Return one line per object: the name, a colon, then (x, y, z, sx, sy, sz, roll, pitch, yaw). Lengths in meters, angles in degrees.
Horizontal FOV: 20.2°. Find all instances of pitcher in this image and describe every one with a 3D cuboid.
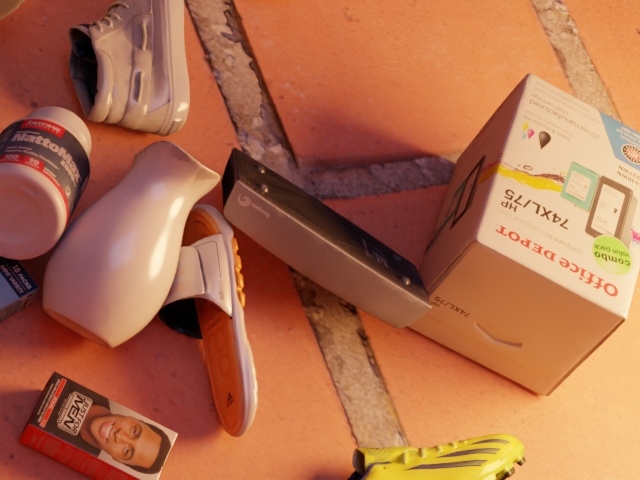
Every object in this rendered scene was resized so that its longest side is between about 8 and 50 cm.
pitcher: (-0.210, 0.003, 1.886, 0.125, 0.177, 0.207, 34, 76, -19)

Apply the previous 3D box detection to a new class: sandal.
sandal: (-0.127, 0.078, 1.893, 0.076, 0.102, 0.265, 2, 61, -29)

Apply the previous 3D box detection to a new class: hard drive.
hard drive: (0.000, 0.000, 1.981, 0.254, 0.054, 0.172, 33, 11, -13)

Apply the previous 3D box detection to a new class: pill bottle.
pill bottle: (-0.299, -0.068, 1.877, 0.108, 0.108, 0.180, 27, 29, -8)

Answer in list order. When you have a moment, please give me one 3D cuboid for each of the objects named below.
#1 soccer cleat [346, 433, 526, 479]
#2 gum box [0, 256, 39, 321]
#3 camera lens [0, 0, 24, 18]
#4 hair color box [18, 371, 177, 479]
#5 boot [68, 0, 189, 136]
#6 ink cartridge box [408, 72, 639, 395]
soccer cleat: (0.099, 0.250, 1.900, 0.289, 0.093, 0.121, -22, 64, -36)
gum box: (-0.405, 0.037, 1.820, 0.184, 0.041, 0.157, -30, 76, -39)
camera lens: (-0.405, -0.402, 1.995, 0.219, 0.219, 0.274, 13, 54, -19)
hair color box: (-0.222, 0.197, 1.804, 0.141, 0.043, 0.072, 28, 50, -9)
boot: (-0.227, -0.243, 2.058, 0.123, 0.095, 0.258, 7, 57, -31)
ink cartridge box: (0.249, -0.005, 2.073, 0.198, 0.197, 0.270, 27, 51, -8)
